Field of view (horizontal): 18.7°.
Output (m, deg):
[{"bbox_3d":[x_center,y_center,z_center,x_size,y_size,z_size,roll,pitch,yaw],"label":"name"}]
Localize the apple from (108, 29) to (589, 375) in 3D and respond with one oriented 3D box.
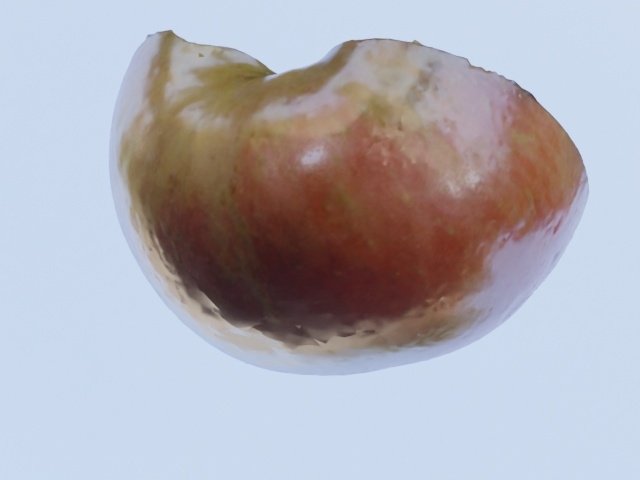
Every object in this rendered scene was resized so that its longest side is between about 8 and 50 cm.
[{"bbox_3d":[0.000,0.000,1.182,0.293,0.163,0.251,5,-26,32],"label":"apple"}]
